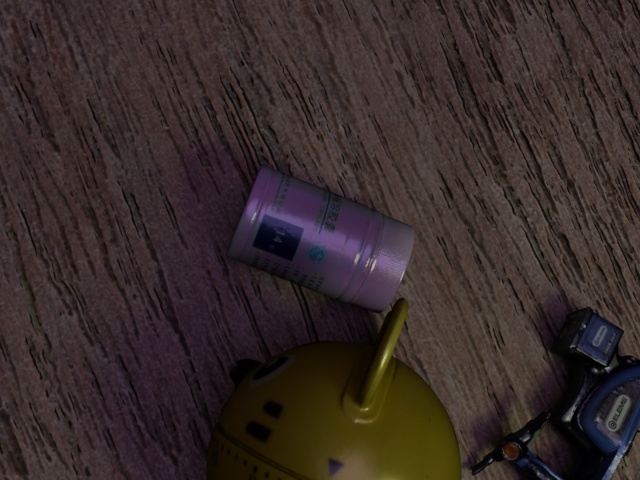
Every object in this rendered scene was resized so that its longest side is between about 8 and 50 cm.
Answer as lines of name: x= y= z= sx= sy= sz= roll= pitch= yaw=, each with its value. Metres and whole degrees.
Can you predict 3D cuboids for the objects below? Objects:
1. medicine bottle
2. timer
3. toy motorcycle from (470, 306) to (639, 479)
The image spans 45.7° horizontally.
medicine bottle: x=0.000 y=0.000 z=1.155 sx=0.254 sy=0.152 sz=0.152 roll=21 pitch=78 yaw=-7
timer: x=0.029 y=0.262 z=1.023 sx=0.376 sy=0.376 sz=0.387 roll=21 pitch=84 yaw=-7
toy motorcycle: x=0.403 y=0.303 z=1.208 sx=0.212 sy=0.125 sz=0.358 roll=32 pitch=75 yaw=4
